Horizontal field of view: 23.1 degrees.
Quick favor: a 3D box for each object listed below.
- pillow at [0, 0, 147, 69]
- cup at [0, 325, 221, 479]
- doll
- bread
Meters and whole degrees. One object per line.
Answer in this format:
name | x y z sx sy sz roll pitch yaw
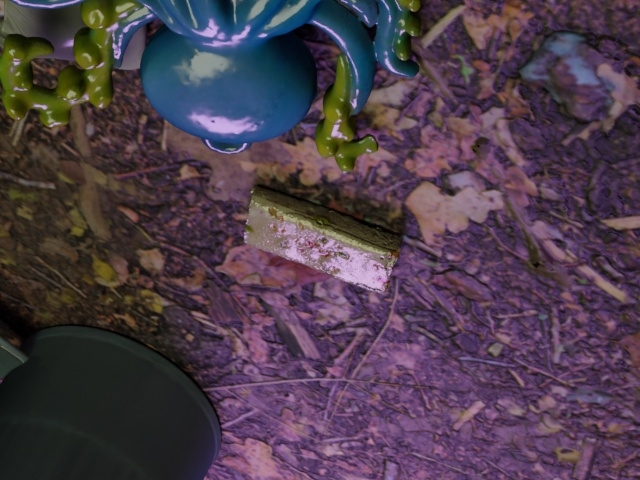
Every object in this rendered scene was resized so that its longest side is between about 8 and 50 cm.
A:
pillow | -0.189 -0.242 1.289 0.144 0.078 0.254 13 138 -6
cup | -0.294 0.267 1.676 0.256 0.311 0.331 -3 131 27
doll | -0.090 -0.190 1.263 0.346 0.099 0.341 0 136 -3
bread | 0.000 0.000 1.480 0.153 0.028 0.068 21 140 7
